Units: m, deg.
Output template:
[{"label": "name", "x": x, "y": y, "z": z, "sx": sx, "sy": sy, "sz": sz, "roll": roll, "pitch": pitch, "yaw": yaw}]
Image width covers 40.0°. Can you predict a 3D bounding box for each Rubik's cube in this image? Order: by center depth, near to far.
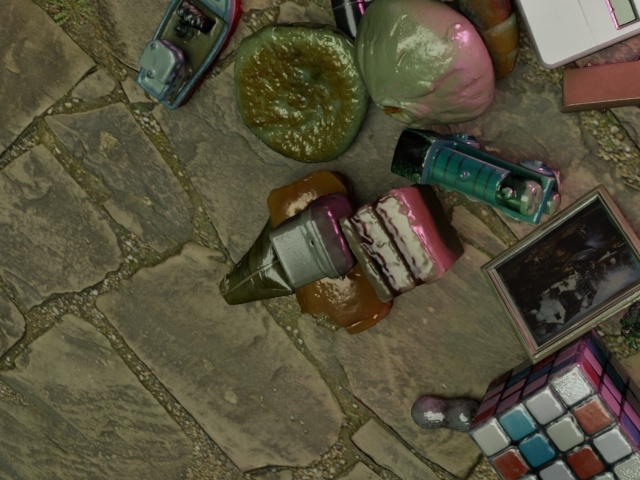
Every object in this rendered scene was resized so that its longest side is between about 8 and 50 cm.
[{"label": "Rubik's cube", "x": 0.469, "y": 0.354, "z": 1.664, "sx": 0.253, "sy": 0.259, "sz": 0.256, "roll": -37, "pitch": 87, "yaw": 26}]

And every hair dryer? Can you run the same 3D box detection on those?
[{"label": "hair dryer", "x": 0.130, "y": -0.468, "z": 1.714, "sx": 0.219, "sy": 0.071, "sz": 0.124, "roll": -14, "pitch": 99, "yaw": 15}]

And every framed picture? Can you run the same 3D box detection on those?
[{"label": "framed picture", "x": 0.465, "y": 0.064, "z": 1.669, "sx": 0.296, "sy": 0.019, "sz": 0.232, "roll": -39, "pitch": 59, "yaw": 24}]

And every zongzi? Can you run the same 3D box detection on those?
[{"label": "zongzi", "x": -0.151, "y": 0.032, "z": 1.920, "sx": 0.204, "sy": 0.094, "sz": 0.205, "roll": -12, "pitch": 94, "yaw": 24}]

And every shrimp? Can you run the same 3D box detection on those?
[{"label": "shrimp", "x": 0.223, "y": -0.452, "z": 1.537, "sx": 0.272, "sy": 0.445, "sz": 0.085, "roll": 29, "pitch": 68, "yaw": 32}]

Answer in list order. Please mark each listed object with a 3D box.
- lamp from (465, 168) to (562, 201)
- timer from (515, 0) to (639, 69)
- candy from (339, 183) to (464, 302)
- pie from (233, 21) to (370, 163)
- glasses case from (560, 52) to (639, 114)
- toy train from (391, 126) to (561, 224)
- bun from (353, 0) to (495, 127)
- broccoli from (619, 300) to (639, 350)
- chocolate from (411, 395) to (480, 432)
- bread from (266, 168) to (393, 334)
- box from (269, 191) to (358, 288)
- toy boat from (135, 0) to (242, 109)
[{"label": "lamp", "x": 0.370, "y": -0.106, "z": 1.708, "sx": 0.198, "sy": 0.056, "sz": 0.050, "roll": -7, "pitch": 102, "yaw": 26}, {"label": "timer", "x": 0.453, "y": -0.419, "z": 1.521, "sx": 0.194, "sy": 0.195, "sz": 0.192, "roll": -21, "pitch": 94, "yaw": 23}, {"label": "candy", "x": 0.165, "y": -0.007, "z": 1.665, "sx": 0.135, "sy": 0.320, "sz": 0.179, "roll": -27, "pitch": 88, "yaw": 20}, {"label": "pie", "x": -0.039, "y": -0.301, "z": 1.793, "sx": 0.323, "sy": 0.070, "sz": 0.323, "roll": 13, "pitch": 122, "yaw": 22}, {"label": "glasses case", "x": 0.537, "y": -0.285, "z": 1.599, "sx": 0.193, "sy": 0.070, "sz": 0.103, "roll": -4, "pitch": 73, "yaw": 24}, {"label": "toy train", "x": 0.291, "y": -0.120, "z": 1.630, "sx": 0.298, "sy": 0.194, "sz": 0.120, "roll": 26, "pitch": 107, "yaw": 31}, {"label": "bun", "x": 0.166, "y": -0.303, "z": 1.598, "sx": 0.293, "sy": 0.293, "sz": 0.187, "roll": 43, "pitch": 79, "yaw": 7}, {"label": "broccoli", "x": 0.683, "y": 0.200, "z": 1.588, "sx": 0.177, "sy": 0.198, "sz": 0.275, "roll": -35, "pitch": 97, "yaw": -20}, {"label": "chocolate", "x": 0.271, "y": 0.365, "z": 1.844, "sx": 0.167, "sy": 0.072, "sz": 0.072, "roll": -2, "pitch": 102, "yaw": 22}, {"label": "bread", "x": 0.019, "y": 0.029, "z": 1.820, "sx": 0.195, "sy": 0.149, "sz": 0.344, "roll": -19, "pitch": 95, "yaw": 24}, {"label": "box", "x": 0.000, "y": 0.000, "z": 1.642, "sx": 0.129, "sy": 0.210, "sz": 0.148, "roll": -24, "pitch": 96, "yaw": 14}, {"label": "toy boat", "x": -0.277, "y": -0.434, "z": 1.836, "sx": 0.145, "sy": 0.133, "sz": 0.332, "roll": 40, "pitch": 113, "yaw": 10}]
